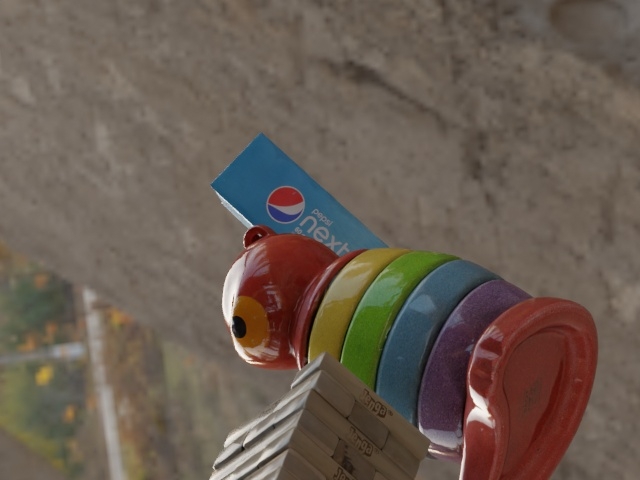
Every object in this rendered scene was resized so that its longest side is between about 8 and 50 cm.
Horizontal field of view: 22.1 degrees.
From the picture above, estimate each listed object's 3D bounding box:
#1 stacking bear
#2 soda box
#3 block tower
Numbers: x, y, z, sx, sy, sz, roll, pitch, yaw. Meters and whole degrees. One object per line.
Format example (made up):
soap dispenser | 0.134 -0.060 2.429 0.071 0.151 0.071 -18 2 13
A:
stacking bear | 0.047 0.076 1.244 0.289 0.164 0.175 20 122 32
soda box | 0.000 0.000 1.503 0.210 0.071 0.067 42 175 13
block tower | -0.034 0.209 0.865 0.097 0.091 0.335 -38 17 36
